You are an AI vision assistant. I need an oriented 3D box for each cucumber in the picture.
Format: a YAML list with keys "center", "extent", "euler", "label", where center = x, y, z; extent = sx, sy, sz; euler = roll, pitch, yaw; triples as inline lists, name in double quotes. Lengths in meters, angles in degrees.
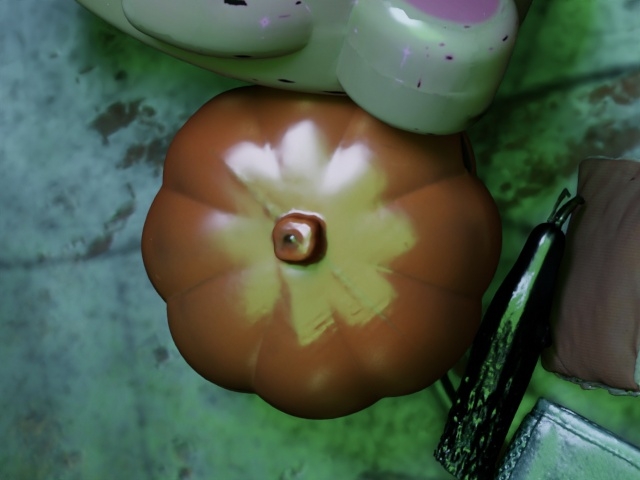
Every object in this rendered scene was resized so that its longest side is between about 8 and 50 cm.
- center: [0.103, 0.052, 0.941]
  extent: [0.039, 0.043, 0.163]
  euler: [26, 106, 22]
  label: "cucumber"

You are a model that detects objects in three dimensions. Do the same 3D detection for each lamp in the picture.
- center: [0.000, 0.000, 0.914]
  extent: [0.188, 0.164, 0.187]
  euler: [0, 91, 8]
  label: "lamp"

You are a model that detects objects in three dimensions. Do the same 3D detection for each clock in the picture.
- center: [-0.023, -0.195, 0.892]
  extent: [0.309, 0.284, 0.114]
  euler: [25, 136, 6]
  label: "clock"

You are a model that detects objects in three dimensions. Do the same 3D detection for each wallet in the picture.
- center: [0.126, 0.159, 0.957]
  extent: [0.088, 0.026, 0.129]
  euler: [26, 94, 15]
  label: "wallet"

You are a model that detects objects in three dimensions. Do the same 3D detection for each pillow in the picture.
- center: [0.174, 0.017, 0.866]
  extent: [0.043, 0.232, 0.126]
  euler: [15, 85, -19]
  label: "pillow"
